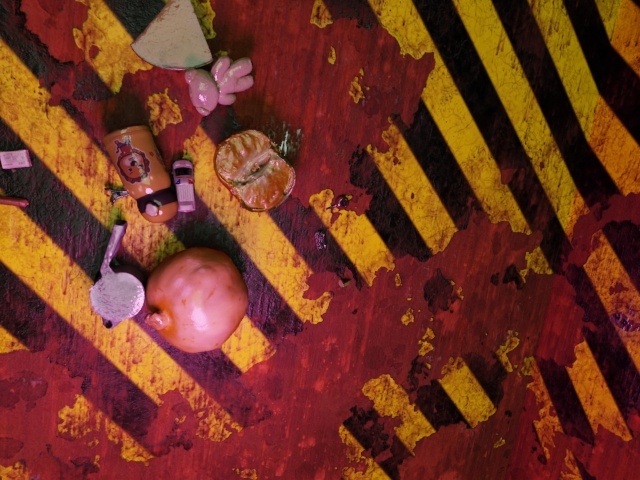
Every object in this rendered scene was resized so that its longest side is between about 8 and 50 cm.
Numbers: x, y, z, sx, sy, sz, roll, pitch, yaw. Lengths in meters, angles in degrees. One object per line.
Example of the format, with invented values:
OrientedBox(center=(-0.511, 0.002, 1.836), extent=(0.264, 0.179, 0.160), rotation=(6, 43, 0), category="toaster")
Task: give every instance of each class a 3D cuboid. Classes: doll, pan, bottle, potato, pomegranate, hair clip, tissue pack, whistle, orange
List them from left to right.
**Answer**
OrientedBox(center=(-1.080, -0.289, 1.481), extent=(0.084, 0.042, 0.062), rotation=(-10, 105, -15), category="tissue pack")
OrientedBox(center=(-0.782, 0.127, 1.593), extent=(0.189, 0.168, 0.403), rotation=(-15, 100, -15), category="whistle")
OrientedBox(center=(-0.707, -0.206, 1.623), extent=(0.230, 0.039, 0.070), rotation=(-22, 105, -17), category="hair clip")
OrientedBox(center=(-0.640, -0.234, 1.534), extent=(0.172, 0.171, 0.350), rotation=(-25, 98, -11), category="bottle")
OrientedBox(center=(-0.559, -0.737, 1.519), extent=(0.256, 0.112, 0.269), rotation=(-24, 109, -9), category="potato")
OrientedBox(center=(-0.482, 0.231, 1.593), extent=(0.413, 0.411, 0.410), rotation=(-3, 102, -17), category="pomegranate")
OrientedBox(center=(-0.381, -0.602, 1.596), extent=(0.278, 0.149, 0.175), rotation=(-31, 119, -23), category="doll")
OrientedBox(center=(-0.258, -0.278, 1.661), extent=(0.263, 0.196, 0.334), rotation=(-43, 106, 10), category="orange")
OrientedBox(center=(0.078, -0.160, 1.878), extent=(0.116, 0.023, 0.068), rotation=(-25, 108, -12), category="pan")

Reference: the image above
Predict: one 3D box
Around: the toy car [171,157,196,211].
OrientedBox(center=(-0.532, -0.215, 1.632), extent=(0.090, 0.108, 0.209), rotation=(-4, 101, -17), category="toy car")

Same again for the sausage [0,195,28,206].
OrientedBox(center=(-1.133, -0.143, 1.499), extent=(0.147, 0.035, 0.030), rotation=(6, 78, -17), category="sausage")

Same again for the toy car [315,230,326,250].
OrientedBox(center=(0.000, 0.000, 1.884), extent=(0.041, 0.025, 0.093), rotation=(-13, 108, -16), category="toy car")

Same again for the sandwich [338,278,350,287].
OrientedBox(center=(0.106, 0.197, 1.951), extent=(0.083, 0.044, 0.030), rotation=(-9, 114, -60), category="sandwich")
